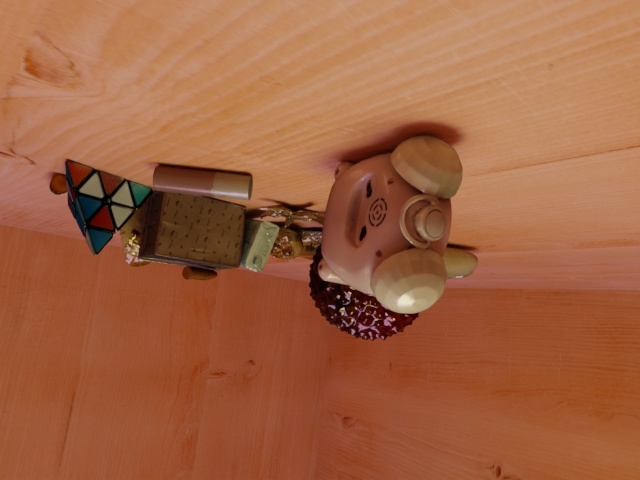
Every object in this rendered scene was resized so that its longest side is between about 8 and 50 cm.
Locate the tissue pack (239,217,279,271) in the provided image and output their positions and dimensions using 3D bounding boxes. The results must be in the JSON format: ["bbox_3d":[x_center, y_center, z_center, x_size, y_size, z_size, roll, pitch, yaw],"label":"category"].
[{"bbox_3d":[-0.263,0.006,1.734,0.089,0.177,0.263,24,174,-29],"label":"tissue pack"}]

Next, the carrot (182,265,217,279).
[{"bbox_3d":[-0.409,0.117,1.665,0.048,0.048,0.139,-1,171,35],"label":"carrot"}]

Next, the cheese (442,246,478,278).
[{"bbox_3d":[0.458,0.076,1.937,0.328,0.129,0.351,4,172,22],"label":"cheese"}]

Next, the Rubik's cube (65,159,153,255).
[{"bbox_3d":[-0.700,-0.057,1.449,0.250,0.234,0.284,-19,158,26],"label":"Rubik's cube"}]

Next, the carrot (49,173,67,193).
[{"bbox_3d":[-0.856,-0.174,1.573,0.061,0.061,0.210,13,171,-32],"label":"carrot"}]

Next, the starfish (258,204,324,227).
[{"bbox_3d":[-0.102,-0.081,1.595,0.236,0.062,0.277,9,177,-21],"label":"starfish"}]

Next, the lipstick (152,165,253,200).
[{"bbox_3d":[-0.314,-0.155,1.295,0.254,0.070,0.070,6,170,1],"label":"lipstick"}]

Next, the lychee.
[{"bbox_3d":[0.169,0.136,1.660,0.425,0.424,0.500,4,156,12],"label":"lychee"}]

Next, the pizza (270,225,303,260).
[{"bbox_3d":[-0.184,0.007,1.928,0.226,0.086,0.335,28,163,-15],"label":"pizza"}]

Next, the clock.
[{"bbox_3d":[0.142,-0.034,0.998,0.184,0.342,0.326,6,180,-28],"label":"clock"}]

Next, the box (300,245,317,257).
[{"bbox_3d":[0.065,0.056,2.214,0.274,0.076,0.174,-2,168,39],"label":"box"}]

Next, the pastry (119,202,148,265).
[{"bbox_3d":[-0.632,-0.031,1.760,0.170,0.236,0.256,-11,171,-10],"label":"pastry"}]

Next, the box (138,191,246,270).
[{"bbox_3d":[-0.428,-0.028,1.627,0.297,0.225,0.190,12,169,-36],"label":"box"}]

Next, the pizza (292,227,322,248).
[{"bbox_3d":[0.000,-0.001,1.955,0.297,0.071,0.189,14,172,-9],"label":"pizza"}]
